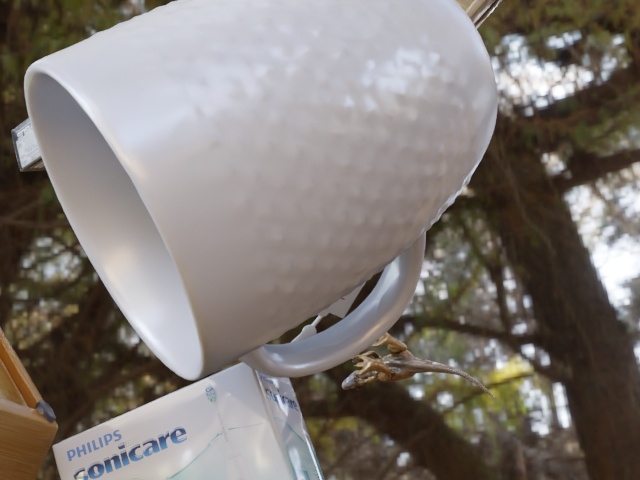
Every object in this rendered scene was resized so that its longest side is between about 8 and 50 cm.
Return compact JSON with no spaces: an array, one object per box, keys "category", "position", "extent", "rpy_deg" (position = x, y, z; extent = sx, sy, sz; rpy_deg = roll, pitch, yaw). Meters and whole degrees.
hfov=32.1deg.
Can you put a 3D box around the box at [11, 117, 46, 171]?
[{"category":"box","position":[-0.227,-0.146,1.314],"extent":[0.183,0.056,0.231],"rpy_deg":[-5,-14,-46]}]

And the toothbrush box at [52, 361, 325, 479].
[{"category":"toothbrush box","position":[-0.095,0.291,1.038],"extent":[0.216,0.295,0.126],"rpy_deg":[-25,-20,8]}]

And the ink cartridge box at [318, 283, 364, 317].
[{"category":"ink cartridge box","position":[0.000,0.000,1.141],"extent":[0.115,0.067,0.198],"rpy_deg":[23,-63,-11]}]

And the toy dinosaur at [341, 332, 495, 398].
[{"category":"toy dinosaur","position":[0.108,0.158,1.420],"extent":[0.211,0.064,0.112],"rpy_deg":[-6,-26,40]}]

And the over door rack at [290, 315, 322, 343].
[{"category":"over door rack","position":[-0.027,-0.023,1.627],"extent":[0.239,0.324,0.108],"rpy_deg":[43,-19,-19]}]

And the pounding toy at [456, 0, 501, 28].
[{"category":"pounding toy","position":[0.135,-0.362,1.520],"extent":[0.181,0.206,0.094],"rpy_deg":[-48,-10,31]}]

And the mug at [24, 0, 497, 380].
[{"category":"mug","position":[-0.021,-0.044,0.947],"extent":[0.328,0.276,0.374],"rpy_deg":[-29,-54,-21]}]

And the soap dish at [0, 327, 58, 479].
[{"category":"soap dish","position":[-0.384,0.114,1.019],"extent":[0.118,0.229,0.291],"rpy_deg":[-41,-28,4]}]
